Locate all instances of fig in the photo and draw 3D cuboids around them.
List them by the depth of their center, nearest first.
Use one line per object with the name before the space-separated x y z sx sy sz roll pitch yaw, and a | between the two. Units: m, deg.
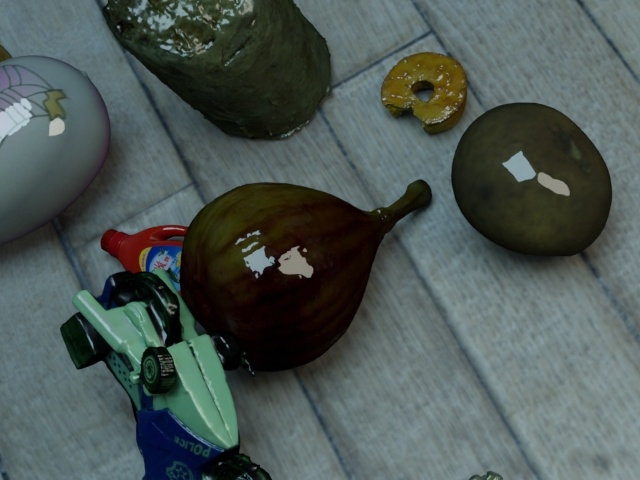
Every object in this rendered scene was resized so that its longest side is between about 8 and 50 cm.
fig | 0.000 0.000 1.844 0.321 0.217 0.217 -33 58 -25

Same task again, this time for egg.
egg | -0.380 -0.104 1.983 0.271 0.196 0.196 -30 60 -8

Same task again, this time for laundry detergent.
laundry detergent | -0.187 0.020 1.951 0.165 0.049 0.097 23 71 25

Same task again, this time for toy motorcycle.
toy motorcycle | -0.155 0.189 1.758 0.125 0.196 0.331 -17 72 -41

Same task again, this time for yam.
yam | -0.118 -0.246 1.937 0.195 0.300 0.195 -7 69 20

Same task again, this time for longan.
longan | 0.233 -0.063 1.816 0.187 0.167 0.167 37 77 29

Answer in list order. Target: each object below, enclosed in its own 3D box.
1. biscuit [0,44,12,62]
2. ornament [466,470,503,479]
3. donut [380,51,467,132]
biscuit | -0.493 -0.174 2.137 0.226 0.042 0.226 -7 61 13
ornament | 0.201 0.362 1.628 0.130 0.120 0.285 -24 57 -22
donut | 0.130 -0.176 1.972 0.108 0.043 0.097 35 77 29
